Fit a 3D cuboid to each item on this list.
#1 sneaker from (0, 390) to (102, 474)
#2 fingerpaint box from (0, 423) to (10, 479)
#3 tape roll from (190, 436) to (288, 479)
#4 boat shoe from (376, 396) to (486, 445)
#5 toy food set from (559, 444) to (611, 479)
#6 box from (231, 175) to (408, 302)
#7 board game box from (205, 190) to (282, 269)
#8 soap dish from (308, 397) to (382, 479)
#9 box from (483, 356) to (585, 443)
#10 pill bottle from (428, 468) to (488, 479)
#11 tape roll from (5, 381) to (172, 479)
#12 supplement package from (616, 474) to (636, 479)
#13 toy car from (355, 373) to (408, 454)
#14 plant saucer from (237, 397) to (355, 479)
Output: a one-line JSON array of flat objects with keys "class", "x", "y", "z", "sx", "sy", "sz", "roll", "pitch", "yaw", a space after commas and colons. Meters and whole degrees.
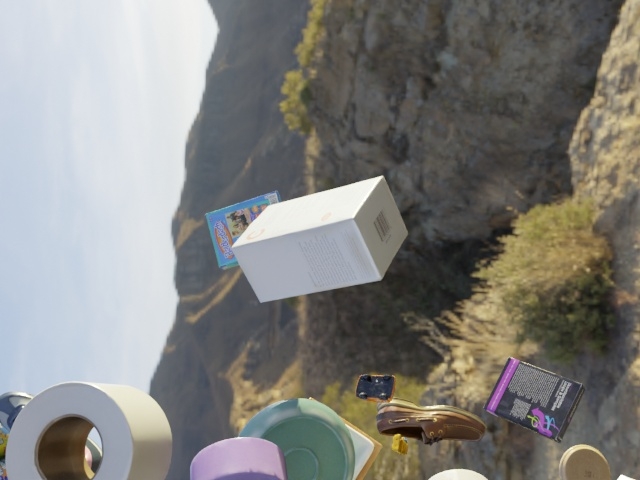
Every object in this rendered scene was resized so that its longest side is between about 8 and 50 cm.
[{"class": "sneaker", "x": -0.667, "y": 0.463, "z": 1.891, "sx": 0.112, "sy": 0.319, "sz": 0.131, "roll": -59, "pitch": -8, "yaw": -10}, {"class": "fingerpaint box", "x": -0.961, "y": 0.731, "z": 2.296, "sx": 0.163, "sy": 0.371, "sz": 0.444, "roll": -39, "pitch": 73, "yaw": 43}, {"class": "tape roll", "x": -0.158, "y": 0.471, "z": 1.526, "sx": 0.080, "sy": 0.189, "sz": 0.189, "roll": -104, "pitch": 15, "yaw": -48}, {"class": "boat shoe", "x": 0.176, "y": 0.303, "z": 1.264, "sx": 0.064, "sy": 0.178, "sz": 0.060, "roll": 93, "pitch": -172, "yaw": -45}, {"class": "toy food set", "x": 0.381, "y": 0.337, "z": 1.127, "sx": 0.020, "sy": 0.083, "sz": 0.083, "roll": 121, "pitch": 148, "yaw": -68}, {"class": "box", "x": 0.000, "y": 0.000, "z": 1.872, "sx": 0.168, "sy": 0.345, "sz": 0.215, "roll": 64, "pitch": -146, "yaw": -21}, {"class": "board game box", "x": -0.193, "y": -0.027, "z": 2.136, "sx": 0.047, "sy": 0.210, "sz": 0.160, "roll": 57, "pitch": -163, "yaw": -76}, {"class": "soap dish", "x": -0.013, "y": 0.589, "z": 2.006, "sx": 0.291, "sy": 0.229, "sz": 0.118, "roll": -54, "pitch": -15, "yaw": -21}, {"class": "box", "x": 0.403, "y": 0.300, "z": 1.481, "sx": 0.029, "sy": 0.162, "sz": 0.116, "roll": 41, "pitch": -106, "yaw": -41}, {"class": "pill bottle", "x": 0.307, "y": 0.682, "z": 1.671, "sx": 0.361, "sy": 0.204, "sz": 0.204, "roll": -82, "pitch": -3, "yaw": -59}, {"class": "tape roll", "x": -0.413, "y": 0.381, "z": 1.418, "sx": 0.169, "sy": 0.246, "sz": 0.246, "roll": 43, "pitch": -132, "yaw": -73}, {"class": "supplement package", "x": 0.442, "y": 0.446, "z": 1.121, "sx": 0.105, "sy": 0.179, "sz": 0.105, "roll": 6, "pitch": 125, "yaw": 51}, {"class": "toy car", "x": 0.083, "y": 0.235, "z": 1.046, "sx": 0.040, "sy": 0.060, "sz": 0.122, "roll": 47, "pitch": -150, "yaw": -46}, {"class": "plant saucer", "x": -0.057, "y": 0.535, "z": 1.849, "sx": 0.044, "sy": 0.318, "sz": 0.317, "roll": 176, "pitch": 98, "yaw": -70}]
